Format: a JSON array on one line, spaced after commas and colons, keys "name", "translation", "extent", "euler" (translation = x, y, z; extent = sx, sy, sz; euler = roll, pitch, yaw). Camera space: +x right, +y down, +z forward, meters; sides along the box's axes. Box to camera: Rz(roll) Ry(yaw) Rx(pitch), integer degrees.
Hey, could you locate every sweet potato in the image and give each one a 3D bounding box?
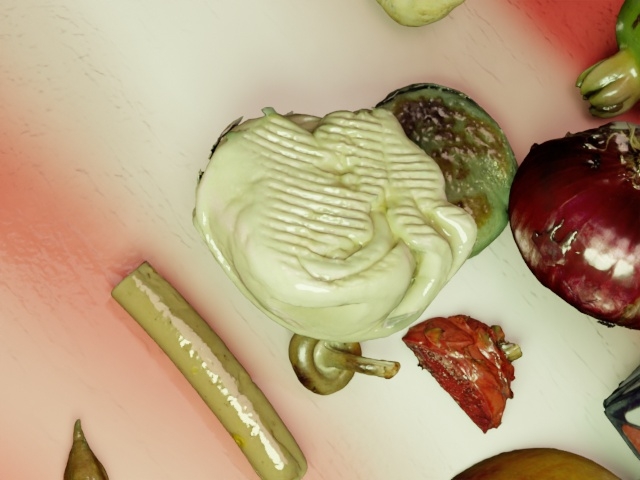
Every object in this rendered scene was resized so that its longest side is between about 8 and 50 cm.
[{"name": "sweet potato", "translation": [-0.247, 0.246, 1.136], "extent": [0.049, 0.049, 0.117], "euler": [-8, 76, -19]}]

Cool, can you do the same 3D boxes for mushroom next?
[{"name": "mushroom", "translation": [0.027, 0.139, 1.239], "extent": [0.130, 0.073, 0.088], "euler": [14, 80, 4]}, {"name": "mushroom", "translation": [0.132, -0.352, 1.408], "extent": [0.112, 0.148, 0.148], "euler": [-7, 71, -60]}]

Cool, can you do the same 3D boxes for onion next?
[{"name": "onion", "translation": [0.370, -0.011, 1.312], "extent": [0.314, 0.232, 0.314], "euler": [12, 38, -10]}]

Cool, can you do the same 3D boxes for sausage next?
[{"name": "sausage", "translation": [-0.120, 0.151, 1.198], "extent": [0.066, 0.066, 0.301], "euler": [-39, 89, -24]}]

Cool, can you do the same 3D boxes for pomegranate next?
[{"name": "pomegranate", "translation": [0.474, -0.264, 1.474], "extent": [0.190, 0.240, 0.159], "euler": [15, 31, -35]}]

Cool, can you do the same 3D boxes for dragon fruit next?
[{"name": "dragon fruit", "translation": [0.191, 0.138, 1.290], "extent": [0.106, 0.083, 0.162], "euler": [-41, 86, -26]}]

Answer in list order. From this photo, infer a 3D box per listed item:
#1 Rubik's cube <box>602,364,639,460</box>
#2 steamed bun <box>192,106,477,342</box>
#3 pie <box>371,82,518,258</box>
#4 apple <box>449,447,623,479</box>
[{"name": "Rubik's cube", "translation": [0.575, 0.194, 1.247], "extent": [0.310, 0.307, 0.305], "euler": [-33, 83, -37]}, {"name": "steamed bun", "translation": [0.000, 0.000, 1.203], "extent": [0.268, 0.207, 0.280], "euler": [-19, 61, -26]}, {"name": "pie", "translation": [0.144, -0.090, 1.361], "extent": [0.241, 0.054, 0.240], "euler": [6, 69, -17]}, {"name": "apple", "translation": [0.232, 0.381, 1.199], "extent": [0.346, 0.254, 0.179], "euler": [-45, 130, -24]}]
